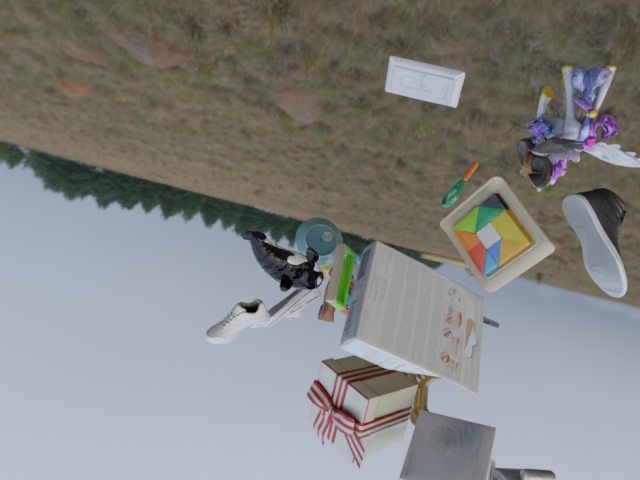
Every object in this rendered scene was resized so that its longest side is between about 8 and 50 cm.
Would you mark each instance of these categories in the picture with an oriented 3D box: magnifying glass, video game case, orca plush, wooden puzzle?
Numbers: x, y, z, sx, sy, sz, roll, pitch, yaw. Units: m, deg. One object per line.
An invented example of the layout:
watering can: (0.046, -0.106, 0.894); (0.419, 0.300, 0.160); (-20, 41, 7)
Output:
magnifying glass: (0.584, -0.233, 2.184); (0.026, 0.231, 0.092); (37, 174, -11)
video game case: (0.544, 0.271, 2.039); (0.274, 0.026, 0.196); (20, -178, -37)
orca plush: (-0.083, 0.075, 1.327); (0.151, 0.102, 0.287); (-15, 144, 15)
wooden puzzle: (0.446, -0.012, 1.358); (0.044, 0.221, 0.238); (-13, -116, -47)

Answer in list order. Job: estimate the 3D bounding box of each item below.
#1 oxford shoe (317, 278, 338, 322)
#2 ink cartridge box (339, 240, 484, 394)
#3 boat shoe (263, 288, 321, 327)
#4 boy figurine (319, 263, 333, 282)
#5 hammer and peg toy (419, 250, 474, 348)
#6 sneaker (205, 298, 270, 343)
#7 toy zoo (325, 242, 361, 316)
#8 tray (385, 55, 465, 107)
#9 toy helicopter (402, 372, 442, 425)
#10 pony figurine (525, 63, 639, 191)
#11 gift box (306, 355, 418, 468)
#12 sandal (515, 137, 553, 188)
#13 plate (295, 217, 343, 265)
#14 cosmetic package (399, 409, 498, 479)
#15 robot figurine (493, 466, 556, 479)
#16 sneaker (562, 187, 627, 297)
oxford shoe: (0.051, 0.228, 2.098); (0.076, 0.212, 0.076); (15, -169, 15)
ink cartridge box: (0.262, 0.216, 1.422); (0.385, 0.308, 0.091); (27, 144, -15)
boat shoe: (-0.106, 0.257, 1.969); (0.084, 0.258, 0.095); (57, 168, -13)
boy figurine: (0.049, 0.120, 2.477); (0.092, 0.177, 0.285); (38, 177, -38)
hammer and peg toy: (0.372, 0.198, 1.646); (0.266, 0.361, 0.127); (24, 169, -10)
sneaker: (-0.288, 0.261, 1.768); (0.232, 0.115, 0.090); (-27, -134, -20)
toy zoo: (0.124, 0.161, 1.641); (0.030, 0.192, 0.293); (-8, 145, 35)
tray: (0.362, -0.555, 1.850); (0.271, 0.030, 0.145); (17, 139, 13)
toy helicopter: (0.394, 0.575, 2.132); (0.235, 0.354, 0.140); (-15, 146, 38)
pony figurine: (0.741, -0.317, 1.523); (0.303, 0.363, 0.351); (7, -174, -9)
gift box: (0.122, 0.530, 1.627); (0.258, 0.276, 0.255); (0, -165, -39)
sandal: (0.611, -0.228, 1.532); (0.060, 0.090, 0.219); (0, -135, -8)
plate: (0.000, 0.000, 1.949); (0.188, 0.188, 0.024); (14, 160, -14)
cosmetic package: (0.365, 0.630, 1.476); (0.225, 0.224, 0.138); (5, 133, 27)
robot figurine: (0.666, 0.873, 1.754); (0.354, 0.299, 0.199); (11, -149, -20)
sneaker: (0.757, -0.007, 1.367); (0.147, 0.295, 0.104); (-24, 180, -24)
